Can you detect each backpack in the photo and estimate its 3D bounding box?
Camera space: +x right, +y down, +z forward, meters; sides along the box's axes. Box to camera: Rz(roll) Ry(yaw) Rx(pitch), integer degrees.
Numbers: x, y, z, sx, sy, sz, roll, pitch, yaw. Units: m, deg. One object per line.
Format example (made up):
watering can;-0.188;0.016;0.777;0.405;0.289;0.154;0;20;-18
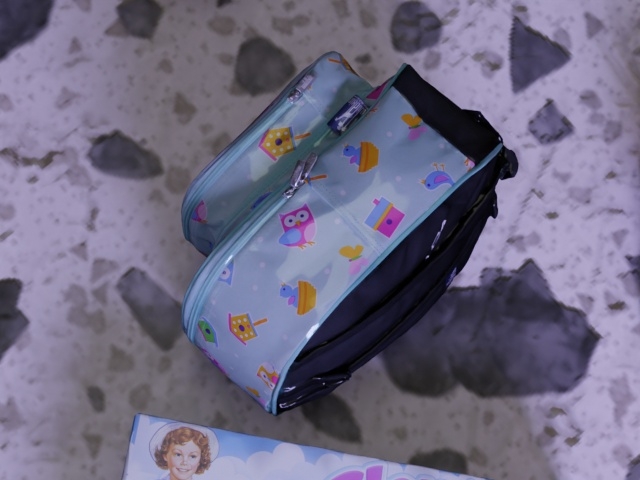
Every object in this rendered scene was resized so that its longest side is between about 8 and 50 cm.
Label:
backpack;0.000;0.000;1.034;0.144;0.166;0.188;35;74;7

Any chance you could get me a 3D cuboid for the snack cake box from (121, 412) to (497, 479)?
snack cake box;0.012;0.196;1.026;0.264;0.089;0.152;10;76;-1
